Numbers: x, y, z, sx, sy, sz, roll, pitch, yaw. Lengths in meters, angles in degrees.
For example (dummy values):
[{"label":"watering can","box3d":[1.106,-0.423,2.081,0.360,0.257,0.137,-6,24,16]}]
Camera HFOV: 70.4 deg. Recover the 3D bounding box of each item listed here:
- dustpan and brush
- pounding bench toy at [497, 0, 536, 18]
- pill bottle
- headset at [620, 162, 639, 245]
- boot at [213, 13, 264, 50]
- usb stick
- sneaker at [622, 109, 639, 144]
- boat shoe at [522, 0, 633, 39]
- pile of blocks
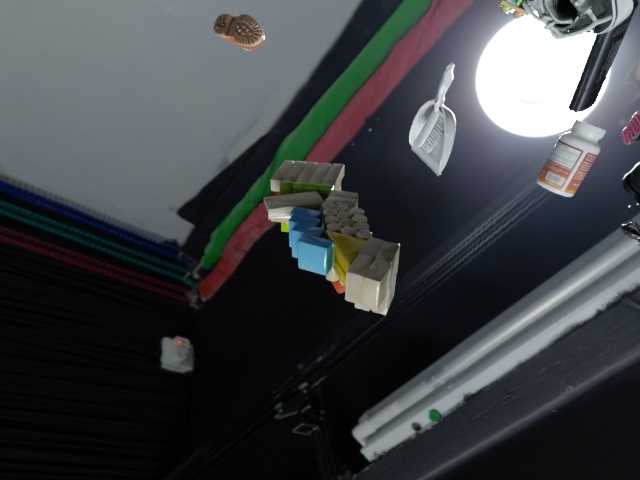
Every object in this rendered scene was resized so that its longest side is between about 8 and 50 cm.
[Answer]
[{"label":"dustpan and brush","box3d":[0.246,-0.264,0.958,0.211,0.060,0.147,-67,-149,30]},{"label":"pounding bench toy","box3d":[0.332,-0.404,0.746,0.065,0.052,0.083,-64,176,27]},{"label":"pill bottle","box3d":[0.775,-0.254,1.401,0.121,0.121,0.216,57,-48,52]},{"label":"headset","box3d":[0.944,-0.159,1.219,0.185,0.243,0.394,36,-98,19]},{"label":"boot","box3d":[-0.154,-0.437,0.969,0.157,0.084,0.059,36,-77,40]},{"label":"usb stick","box3d":[0.631,-0.408,1.026,0.077,0.278,0.045,-31,-122,-9]},{"label":"sneaker","box3d":[0.956,-0.342,1.326,0.074,0.170,0.063,-15,-109,5]},{"label":"boat shoe","box3d":[0.347,-0.334,0.617,0.105,0.306,0.113,-45,-105,25]},{"label":"pile of blocks","box3d":[0.000,0.000,0.662,0.362,0.148,0.113,-114,-159,-56]}]
